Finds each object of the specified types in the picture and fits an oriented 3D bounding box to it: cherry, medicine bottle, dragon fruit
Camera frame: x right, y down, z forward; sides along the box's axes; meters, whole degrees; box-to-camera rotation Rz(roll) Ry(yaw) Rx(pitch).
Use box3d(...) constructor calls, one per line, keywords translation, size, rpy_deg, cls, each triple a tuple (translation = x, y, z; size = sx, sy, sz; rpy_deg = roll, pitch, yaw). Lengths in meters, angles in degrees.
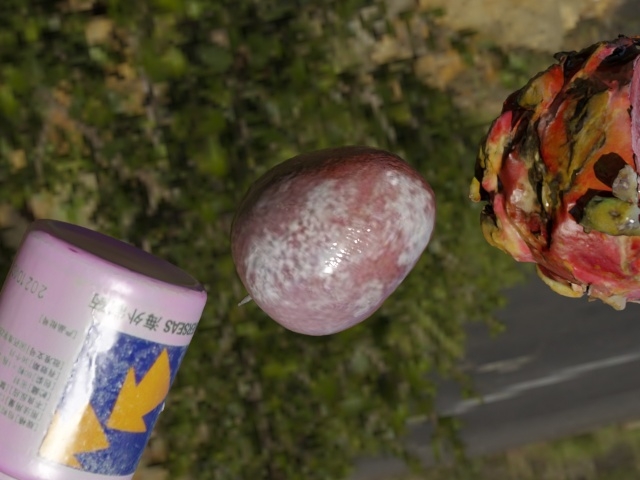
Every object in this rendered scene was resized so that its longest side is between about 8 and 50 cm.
box3d(translation=(0.000, 0.000, 1.940), size=(0.285, 0.236, 0.213), rpy_deg=(-34, 129, 23), cls="cherry")
box3d(translation=(-0.235, 0.143, 1.492), size=(0.178, 0.291, 0.178), rpy_deg=(22, -176, -2), cls="medicine bottle")
box3d(translation=(0.301, -0.053, 1.843), size=(0.263, 0.296, 0.314), rpy_deg=(-14, 150, 35), cls="dragon fruit")
